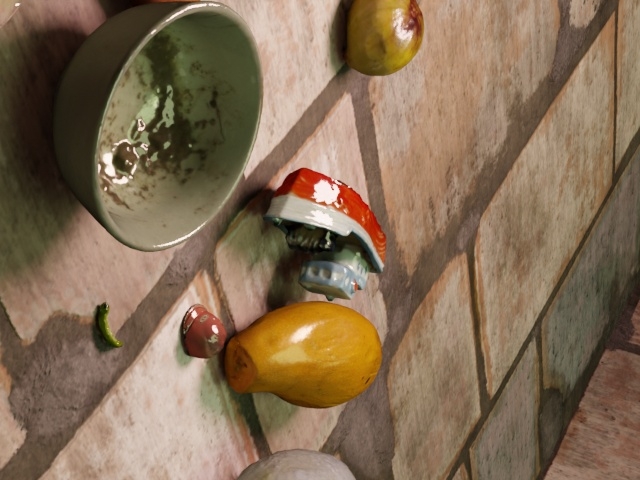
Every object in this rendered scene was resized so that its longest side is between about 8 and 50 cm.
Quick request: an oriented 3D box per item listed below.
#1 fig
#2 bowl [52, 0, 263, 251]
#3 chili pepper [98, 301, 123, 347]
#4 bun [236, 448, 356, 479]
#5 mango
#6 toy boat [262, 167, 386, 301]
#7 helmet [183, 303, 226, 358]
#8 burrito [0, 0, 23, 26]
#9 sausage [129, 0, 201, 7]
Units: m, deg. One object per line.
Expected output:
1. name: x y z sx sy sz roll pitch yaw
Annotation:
1. fig: 0.101 -0.329 1.916 0.136 0.121 0.153 29 79 -58
2. bowl: -0.205 -0.145 1.398 0.289 0.146 0.289 -40 141 -42
3. chili pepper: -0.267 0.112 1.574 0.030 0.017 0.083 -51 145 -40
4. bun: -0.075 0.492 1.945 0.362 0.211 0.361 -34 131 -52
5. mango: -0.014 0.179 1.945 0.187 0.144 0.359 -44 153 13
6. toy boat: 0.000 0.000 1.877 0.332 0.145 0.133 48 54 -64
7. helmet: -0.160 0.133 1.756 0.065 0.049 0.084 -48 144 -39
8. burrito: -0.320 -0.272 1.159 0.299 0.105 0.143 -61 161 -26
9. sausage: -0.184 -0.286 1.444 0.076 0.076 0.197 -63 152 -21
